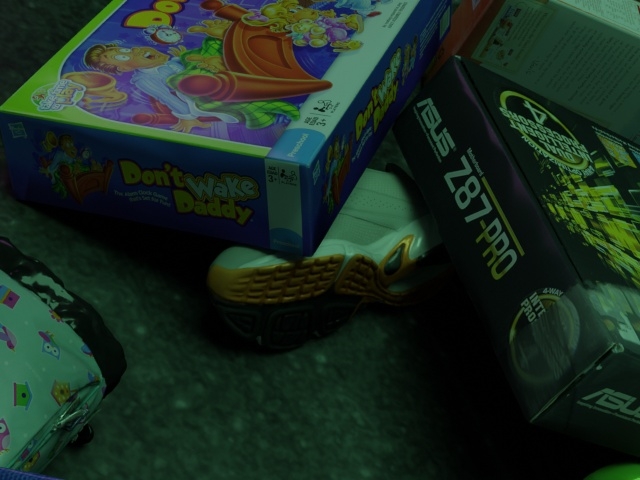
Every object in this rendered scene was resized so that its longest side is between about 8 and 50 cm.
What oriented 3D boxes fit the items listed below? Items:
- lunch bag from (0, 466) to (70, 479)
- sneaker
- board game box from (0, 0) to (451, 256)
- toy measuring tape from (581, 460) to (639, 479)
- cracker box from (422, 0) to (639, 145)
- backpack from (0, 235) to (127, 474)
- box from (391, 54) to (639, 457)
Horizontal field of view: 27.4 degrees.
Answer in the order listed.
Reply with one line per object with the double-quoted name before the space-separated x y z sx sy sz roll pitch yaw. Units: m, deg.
"lunch bag" -0.194 0.255 0.509 0.386 0.239 0.328 9 43 16
"sneaker" 0.000 0.000 1.005 0.262 0.099 0.121 -10 50 -47
"board game box" -0.055 -0.136 1.020 0.233 0.078 0.347 11 39 17
"toy measuring tape" 0.280 0.235 0.934 0.330 0.121 0.121 22 43 -14
"cracker box" 0.233 -0.166 1.249 0.232 0.155 0.067 20 43 -17
"backpack" -0.212 0.088 0.760 0.152 0.115 0.182 38 44 0
"box" 0.266 0.041 1.044 0.395 0.097 0.318 21 36 -34
